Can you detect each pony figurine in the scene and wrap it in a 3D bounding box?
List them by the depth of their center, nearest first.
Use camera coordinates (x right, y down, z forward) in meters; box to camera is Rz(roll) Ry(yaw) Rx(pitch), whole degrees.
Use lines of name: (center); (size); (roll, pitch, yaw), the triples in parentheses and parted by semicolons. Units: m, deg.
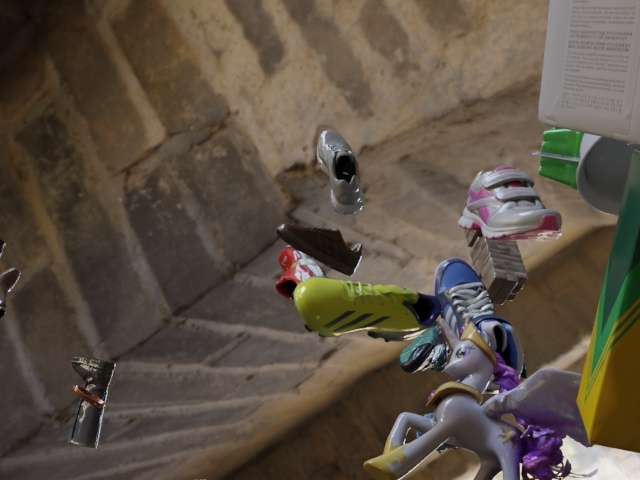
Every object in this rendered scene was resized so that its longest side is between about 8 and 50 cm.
pony figurine: (0.282, 0.311, 1.139); (0.351, 0.363, 0.303); (30, -39, 15)

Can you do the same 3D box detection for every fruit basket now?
fruit basket: (0.713, -0.210, 1.705); (0.327, 0.353, 0.165); (-21, 111, -57)

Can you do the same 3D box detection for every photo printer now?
photo printer: (0.439, -0.303, 1.034); (0.256, 0.107, 0.307); (31, -55, 59)

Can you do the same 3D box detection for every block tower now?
block tower: (0.431, 0.007, 1.818); (0.091, 0.097, 0.335); (11, 44, -11)

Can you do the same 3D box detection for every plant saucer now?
plant saucer: (-0.505, 0.341, 1.570); (0.083, 0.013, 0.083); (31, -13, 8)

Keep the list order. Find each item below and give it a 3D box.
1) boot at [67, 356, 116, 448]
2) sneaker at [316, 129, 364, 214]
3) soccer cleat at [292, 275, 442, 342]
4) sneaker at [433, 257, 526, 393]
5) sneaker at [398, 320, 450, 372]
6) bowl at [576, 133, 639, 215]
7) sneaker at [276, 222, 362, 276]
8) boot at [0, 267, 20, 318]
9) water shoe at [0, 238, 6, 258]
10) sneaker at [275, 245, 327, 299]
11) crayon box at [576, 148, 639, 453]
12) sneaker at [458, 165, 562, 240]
boot: (-0.579, 0.396, 1.776); (0.076, 0.208, 0.189); (13, -10, -38)
sneaker: (0.053, -0.196, 1.768); (0.121, 0.099, 0.262); (89, -13, -52)
soccer cleat: (0.074, 0.090, 1.058); (0.289, 0.121, 0.093); (17, 51, -50)
sneaker: (0.346, 0.164, 1.542); (0.236, 0.130, 0.323); (106, -26, -71)
sneaker: (0.241, 0.252, 1.564); (0.098, 0.083, 0.223); (58, 27, -1)
bowl: (0.593, -0.186, 1.290); (0.298, 0.298, 0.134); (42, 32, -41)
sneaker: (0.000, 0.000, 1.393); (0.188, 0.071, 0.066); (31, -10, -29)
boot: (-0.644, 0.119, 1.450); (0.042, 0.118, 0.087); (40, 5, -39)
water shoe: (-0.794, 0.052, 1.672); (0.073, 0.203, 0.080); (48, 39, -29)
sneaker: (-0.068, 0.091, 1.858); (0.279, 0.118, 0.107); (38, -29, 63)
crayon box: (0.488, 0.087, 0.752); (0.363, 0.313, 0.106); (9, 13, 9)
sneaker: (0.296, -0.061, 1.148); (0.252, 0.103, 0.111); (-148, -119, -71)
